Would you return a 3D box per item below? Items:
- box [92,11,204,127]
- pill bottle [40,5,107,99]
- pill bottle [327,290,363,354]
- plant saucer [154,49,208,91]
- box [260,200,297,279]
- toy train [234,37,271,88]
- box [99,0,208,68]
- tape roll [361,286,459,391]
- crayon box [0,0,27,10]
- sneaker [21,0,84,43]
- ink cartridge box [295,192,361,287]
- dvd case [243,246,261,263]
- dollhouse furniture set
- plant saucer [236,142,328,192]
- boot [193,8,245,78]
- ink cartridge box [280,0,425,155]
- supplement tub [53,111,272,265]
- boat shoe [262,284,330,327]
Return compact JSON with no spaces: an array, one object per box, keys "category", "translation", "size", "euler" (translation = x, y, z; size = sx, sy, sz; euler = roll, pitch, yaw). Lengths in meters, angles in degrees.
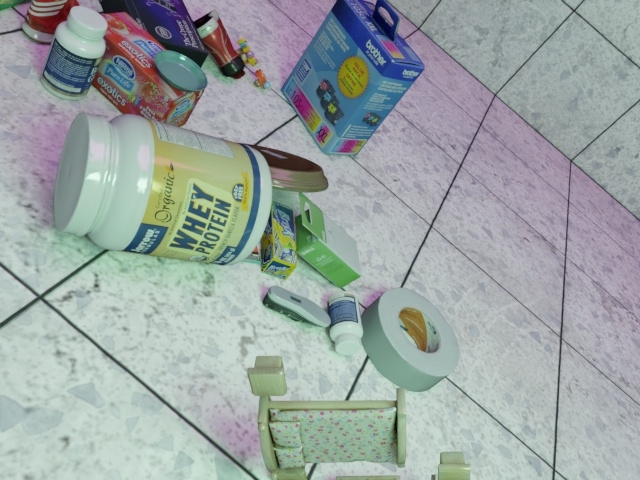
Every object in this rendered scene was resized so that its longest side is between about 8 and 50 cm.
[{"category":"box","translation":[-0.395,-0.360,1.283],"size":[0.257,0.123,0.128],"euler":[43,35,2]},{"category":"pill bottle","translation":[-0.482,-0.370,1.171],"size":[0.094,0.169,0.094],"euler":[25,39,-22]},{"category":"pill bottle","translation":[0.049,0.166,1.189],"size":[0.067,0.067,0.120],"euler":[22,39,-25]},{"category":"plant saucer","translation":[-0.293,-0.348,1.239],"size":[0.119,0.021,0.119],"euler":[27,37,-23]},{"category":"box","translation":[-0.089,-0.003,1.250],"size":[0.059,0.054,0.169],"euler":[21,39,-26]},{"category":"toy train","translation":[-0.197,-0.495,1.674],"size":[0.166,0.046,0.125],"euler":[63,3,39]},{"category":"box","translation":[-0.413,-0.528,1.467],"size":[0.184,0.103,0.261],"euler":[-2,53,-41]},{"category":"tape roll","translation":[0.191,0.209,1.272],"size":[0.219,0.072,0.219],"euler":[25,39,-22]},{"category":"crayon box","translation":[-0.734,-0.684,1.324],"size":[0.313,0.106,0.363],"euler":[35,36,-9]},{"category":"sneaker","translation":[-0.527,-0.495,1.298],"size":[0.087,0.128,0.221],"euler":[49,36,10]},{"category":"ink cartridge box","translation":[0.000,0.000,1.267],"size":[0.209,0.062,0.109],"euler":[41,29,-37]},{"category":"dvd case","translation":[-0.173,-0.007,1.212],"size":[0.087,0.013,0.119],"euler":[9,47,-37]},{"category":"dollhouse furniture set","translation":[0.073,0.325,0.786],"size":[0.303,0.356,0.174],"euler":[-3,40,6]},{"category":"plant saucer","translation":[-0.114,-0.165,1.298],"size":[0.277,0.041,0.278],"euler":[12,16,-4]},{"category":"boot","translation":[-0.274,-0.531,1.629],"size":[0.176,0.088,0.244],"euler":[54,8,-30]},{"category":"ink cartridge box","translation":[0.094,-0.464,1.614],"size":[0.151,0.395,0.270],"euler":[-7,57,-47]},{"category":"supplement tub","translation":[-0.268,-0.084,1.020],"size":[0.316,0.228,0.228],"euler":[10,46,-36]},{"category":"boat shoe","translation":[-0.046,0.135,1.157],"size":[0.142,0.040,0.049],"euler":[30,28,-16]}]
